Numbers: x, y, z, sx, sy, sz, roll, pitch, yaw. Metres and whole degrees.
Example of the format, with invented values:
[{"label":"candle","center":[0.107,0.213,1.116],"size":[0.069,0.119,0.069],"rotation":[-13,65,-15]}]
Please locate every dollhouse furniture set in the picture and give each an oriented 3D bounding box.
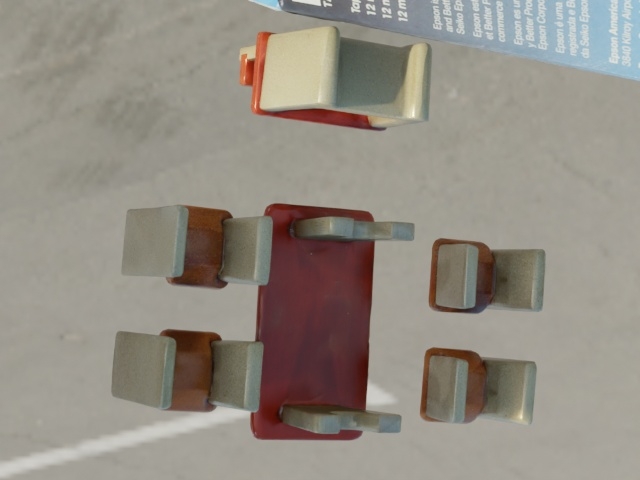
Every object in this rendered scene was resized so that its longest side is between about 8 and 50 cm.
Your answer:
[{"label":"dollhouse furniture set","center":[0.000,0.000,0.982],"size":[0.262,0.259,0.135],"rotation":[6,177,-29]}]

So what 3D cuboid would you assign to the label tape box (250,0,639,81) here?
[{"label":"label tape box","center":[0.076,-0.231,0.802],"size":[0.347,0.115,0.249],"rotation":[16,138,25]}]
